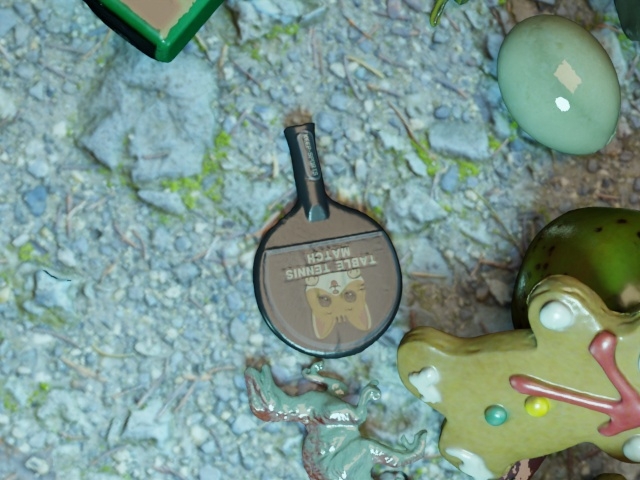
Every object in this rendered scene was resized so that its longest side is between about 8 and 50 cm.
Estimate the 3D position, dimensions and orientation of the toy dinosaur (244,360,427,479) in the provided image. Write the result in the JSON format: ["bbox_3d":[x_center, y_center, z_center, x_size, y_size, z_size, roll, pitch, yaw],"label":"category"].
[{"bbox_3d":[0.024,0.231,1.403,0.167,0.053,0.242,-6,83,-10],"label":"toy dinosaur"}]

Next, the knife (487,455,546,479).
[{"bbox_3d":[0.156,0.270,1.442,0.035,0.018,0.247,43,73,2],"label":"knife"}]

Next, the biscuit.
[{"bbox_3d":[0.231,0.129,1.319,0.216,0.339,0.047,59,35,-28],"label":"biscuit"}]

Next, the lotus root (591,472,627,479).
[{"bbox_3d":[0.272,0.273,1.442,0.049,0.054,0.099,37,75,18],"label":"lotus root"}]

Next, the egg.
[{"bbox_3d":[0.242,-0.156,1.474,0.114,0.114,0.152,-35,90,-14],"label":"egg"}]

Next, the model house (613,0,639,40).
[{"bbox_3d":[0.415,-0.303,1.497,0.229,0.199,0.220,-15,96,-9],"label":"model house"}]

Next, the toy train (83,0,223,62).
[{"bbox_3d":[-0.185,-0.346,1.404,0.429,0.178,0.249,38,87,-3],"label":"toy train"}]

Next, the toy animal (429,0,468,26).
[{"bbox_3d":[0.146,-0.316,1.471,0.073,0.136,0.181,10,80,-9],"label":"toy animal"}]

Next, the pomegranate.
[{"bbox_3d":[0.293,0.040,1.414,0.198,0.198,0.246,34,77,-4],"label":"pomegranate"}]

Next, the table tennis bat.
[{"bbox_3d":[0.000,0.000,1.452,0.150,0.027,0.236,-10,85,-12],"label":"table tennis bat"}]
